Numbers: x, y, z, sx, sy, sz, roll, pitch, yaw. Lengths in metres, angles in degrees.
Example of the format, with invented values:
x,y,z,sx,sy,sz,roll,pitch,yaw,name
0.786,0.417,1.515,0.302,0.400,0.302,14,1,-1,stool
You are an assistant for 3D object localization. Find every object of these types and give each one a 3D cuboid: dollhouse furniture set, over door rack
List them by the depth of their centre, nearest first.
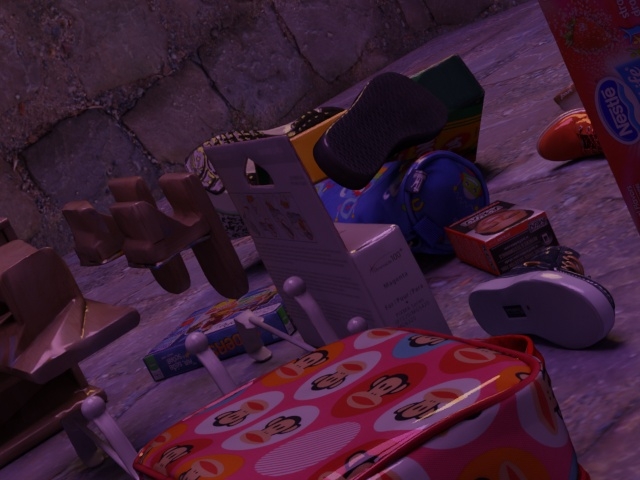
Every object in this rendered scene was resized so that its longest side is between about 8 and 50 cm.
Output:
x,y,z,sx,sy,sz,roll,pitch,yaw,name
-0.112,0.133,1.194,0.239,0.108,0.324,-30,11,-21,over door rack
-0.303,0.124,1.344,0.362,0.256,0.394,-32,17,-27,dollhouse furniture set

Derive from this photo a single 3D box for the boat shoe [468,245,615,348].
x,y,z,sx,sy,sz,roll,pitch,yaw,name
0.196,0.037,1.027,0.083,0.065,0.183,-32,11,-20,boat shoe

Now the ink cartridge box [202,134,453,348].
x,y,z,sx,sy,sz,roll,pitch,yaw,name
0.000,0.000,1.200,0.060,0.239,0.275,-30,11,-17,ink cartridge box

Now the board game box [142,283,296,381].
x,y,z,sx,sy,sz,roll,pitch,yaw,name
-0.099,0.099,1.511,0.201,0.035,0.136,-20,12,30,board game box

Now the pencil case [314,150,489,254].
x,y,z,sx,sy,sz,roll,pitch,yaw,name
0.061,-0.025,1.505,0.306,0.119,0.133,-11,34,53,pencil case

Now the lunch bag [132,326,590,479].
x,y,z,sx,sy,sz,roll,pitch,yaw,name
0.030,0.137,0.805,0.258,0.120,0.293,-29,10,-15,lunch bag

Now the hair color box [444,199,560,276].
x,y,z,sx,sy,sz,roll,pitch,yaw,name
0.186,-0.004,1.310,0.072,0.043,0.141,-27,11,-8,hair color box

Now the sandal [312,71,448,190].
x,y,z,sx,sy,sz,roll,pitch,yaw,name
0.061,-0.123,1.422,0.254,0.097,0.054,-36,-12,-51,sandal

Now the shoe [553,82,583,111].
x,y,z,sx,sy,sz,roll,pitch,yaw,name
0.392,-0.214,1.816,0.076,0.058,0.219,-43,-4,33,shoe

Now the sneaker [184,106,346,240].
x,y,z,sx,sy,sz,roll,pitch,yaw,name
-0.035,-0.084,1.938,0.410,0.158,0.182,-12,-40,-31,sneaker

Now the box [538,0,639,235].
x,y,z,sx,sy,sz,roll,pitch,yaw,name
0.304,-0.138,1.094,0.128,0.257,0.122,-19,11,34,box

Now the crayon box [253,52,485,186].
x,y,z,sx,sy,sz,roll,pitch,yaw,name
0.070,-0.111,1.748,0.318,0.081,0.202,-28,-22,-8,crayon box

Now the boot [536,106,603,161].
x,y,z,sx,sy,sz,roll,pitch,yaw,name
0.331,-0.128,1.529,0.158,0.059,0.084,-20,17,27,boot
